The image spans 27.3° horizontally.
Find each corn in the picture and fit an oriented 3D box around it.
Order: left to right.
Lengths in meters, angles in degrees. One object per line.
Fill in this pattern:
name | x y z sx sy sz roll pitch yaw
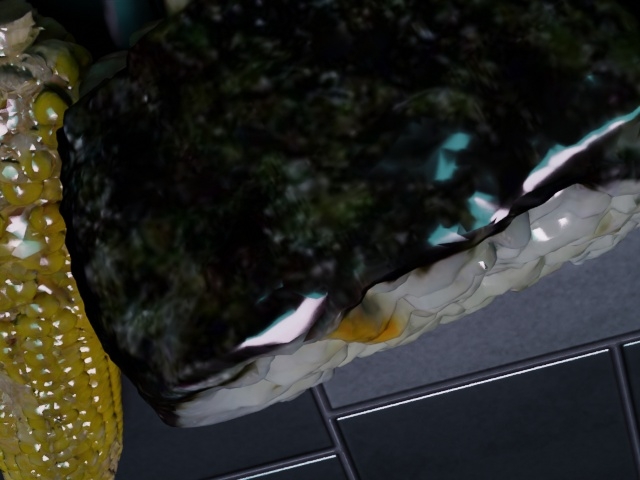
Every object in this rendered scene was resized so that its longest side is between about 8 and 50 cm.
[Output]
corn | -0.153 0.019 0.700 0.097 0.097 0.320 -2 128 -3

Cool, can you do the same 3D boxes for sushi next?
sushi | 0.047 -0.055 0.583 0.350 0.171 0.211 -25 167 1
